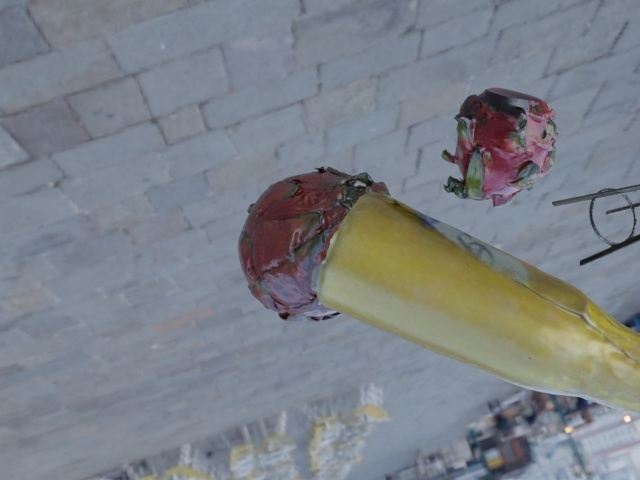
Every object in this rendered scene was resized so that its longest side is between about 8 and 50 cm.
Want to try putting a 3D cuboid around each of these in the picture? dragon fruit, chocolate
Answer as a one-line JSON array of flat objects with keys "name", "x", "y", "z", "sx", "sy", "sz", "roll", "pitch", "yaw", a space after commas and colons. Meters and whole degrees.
[{"name": "dragon fruit", "x": 0.256, "y": -0.133, "z": 1.376, "sx": 0.166, "sy": 0.172, "sz": 0.160, "roll": 7, "pitch": -162, "yaw": -18}, {"name": "dragon fruit", "x": 0.000, "y": 0.000, "z": 1.468, "sx": 0.244, "sy": 0.244, "sz": 0.299, "roll": -3, "pitch": 146, "yaw": -47}, {"name": "chocolate", "x": 0.217, "y": 0.083, "z": 1.114, "sx": 0.445, "sy": 0.162, "sz": 0.162, "roll": 23, "pitch": 173, "yaw": 15}]

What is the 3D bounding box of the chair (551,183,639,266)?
[{"name": "chair", "x": 0.411, "y": -0.041, "z": 1.241, "sx": 0.221, "sy": 0.095, "sz": 0.104, "roll": -18, "pitch": -141, "yaw": 61}]
